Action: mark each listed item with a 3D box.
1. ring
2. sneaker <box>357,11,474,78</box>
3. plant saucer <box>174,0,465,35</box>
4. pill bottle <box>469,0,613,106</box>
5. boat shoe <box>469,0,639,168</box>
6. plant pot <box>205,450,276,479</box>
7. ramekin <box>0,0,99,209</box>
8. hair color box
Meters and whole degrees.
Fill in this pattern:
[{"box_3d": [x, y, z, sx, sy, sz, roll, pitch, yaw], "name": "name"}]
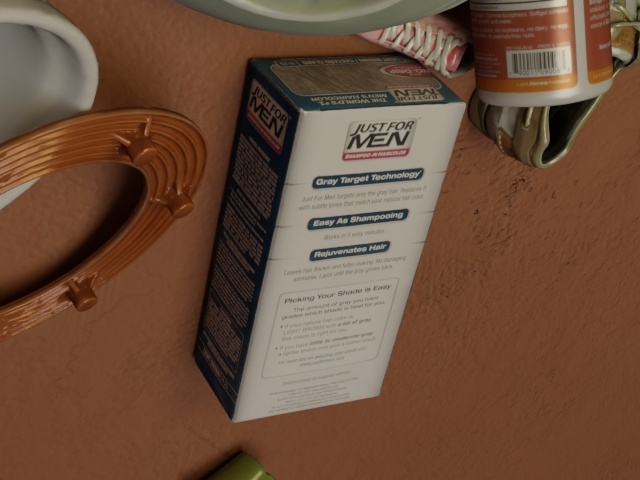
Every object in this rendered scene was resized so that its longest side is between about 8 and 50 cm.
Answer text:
[{"box_3d": [-0.230, 0.012, 1.007, 0.336, 0.032, 0.336, -30, 163, -11], "name": "ring"}, {"box_3d": [0.092, -0.185, 1.143, 0.134, 0.070, 0.051, 7, 122, -36], "name": "sneaker"}, {"box_3d": [-0.006, -0.255, 0.862, 0.400, 0.100, 0.400, 1, 147, 1], "name": "plant saucer"}, {"box_3d": [0.188, -0.231, 1.098, 0.121, 0.121, 0.216, -13, 106, -25], "name": "pill bottle"}, {"box_3d": [0.266, -0.205, 1.216, 0.113, 0.103, 0.302, 12, 117, -39], "name": "boat shoe"}, {"box_3d": [-0.092, 0.277, 1.393, 0.079, 0.083, 0.083, -45, 137, -11], "name": "plant pot"}, {"box_3d": [-0.300, -0.105, 0.839, 0.277, 0.135, 0.277, -31, 164, -10], "name": "ramekin"}, {"box_3d": [0.000, 0.000, 1.204, 0.174, 0.105, 0.347, -7, 128, -30], "name": "hair color box"}]
